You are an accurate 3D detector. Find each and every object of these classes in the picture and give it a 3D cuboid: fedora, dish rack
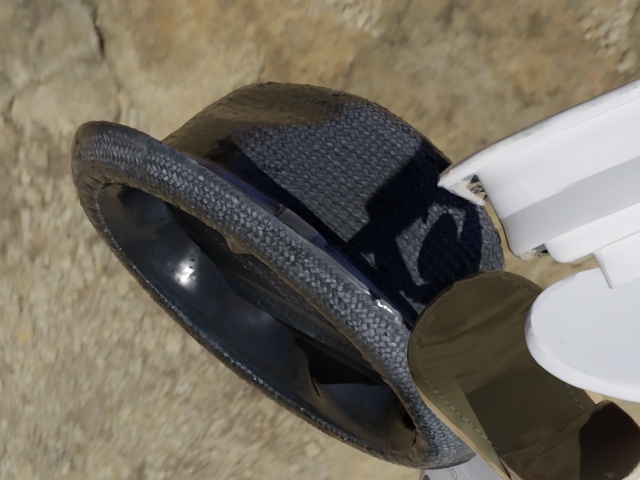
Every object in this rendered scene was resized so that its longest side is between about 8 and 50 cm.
[{"bbox_3d":[0.000,0.000,1.203,0.334,0.334,0.152,41,71,1],"label":"fedora"},{"bbox_3d":[0.224,-0.059,0.796,0.333,0.285,0.072,-24,85,8],"label":"dish rack"}]

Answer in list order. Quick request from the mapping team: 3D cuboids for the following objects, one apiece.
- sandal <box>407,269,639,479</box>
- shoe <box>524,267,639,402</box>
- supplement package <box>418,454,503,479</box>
[{"bbox_3d":[0.111,0.100,0.927,0.088,0.240,0.079,-26,115,-4],"label":"sandal"},{"bbox_3d":[0.176,0.059,0.851,0.178,0.081,0.063,2,62,-8],"label":"shoe"},{"bbox_3d":[0.168,0.293,1.697,0.134,0.139,0.244,-5,118,-20],"label":"supplement package"}]
